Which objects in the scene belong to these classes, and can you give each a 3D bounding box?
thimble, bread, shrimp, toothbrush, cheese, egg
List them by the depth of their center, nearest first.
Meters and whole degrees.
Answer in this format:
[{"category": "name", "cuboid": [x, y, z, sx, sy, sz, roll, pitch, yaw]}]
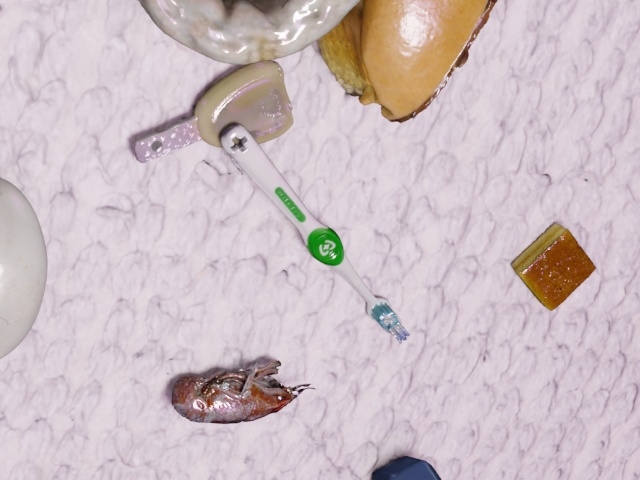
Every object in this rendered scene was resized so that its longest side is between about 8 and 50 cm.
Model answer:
[{"category": "thimble", "cuboid": [-0.060, -0.328, 1.389, 0.291, 0.195, 0.291, -1, 106, -3]}, {"category": "egg", "cuboid": [-0.362, 0.033, 1.474, 0.151, 0.151, 0.209, 8, 108, -31]}, {"category": "bread", "cuboid": [0.091, -0.268, 1.545, 0.162, 0.204, 0.262, 20, 100, -37]}, {"category": "cheese", "cuboid": [-0.122, -0.134, 1.594, 0.192, 0.037, 0.097, -24, 123, -16]}, {"category": "toothbrush", "cuboid": [-0.002, -0.003, 1.710, 0.042, 0.040, 0.418, -40, 128, 0]}, {"category": "shrimp", "cuboid": [-0.094, 0.189, 1.748, 0.190, 0.075, 0.073, -4, 83, -20]}, {"category": "bread", "cuboid": [0.316, 0.036, 1.914, 0.090, 0.035, 0.094, -45, 126, -2]}]

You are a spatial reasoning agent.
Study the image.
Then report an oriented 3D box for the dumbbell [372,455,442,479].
[{"category": "dumbbell", "cuboid": [0.031, 0.418, 1.879, 0.325, 0.160, 0.144, -28, 154, -15]}]
